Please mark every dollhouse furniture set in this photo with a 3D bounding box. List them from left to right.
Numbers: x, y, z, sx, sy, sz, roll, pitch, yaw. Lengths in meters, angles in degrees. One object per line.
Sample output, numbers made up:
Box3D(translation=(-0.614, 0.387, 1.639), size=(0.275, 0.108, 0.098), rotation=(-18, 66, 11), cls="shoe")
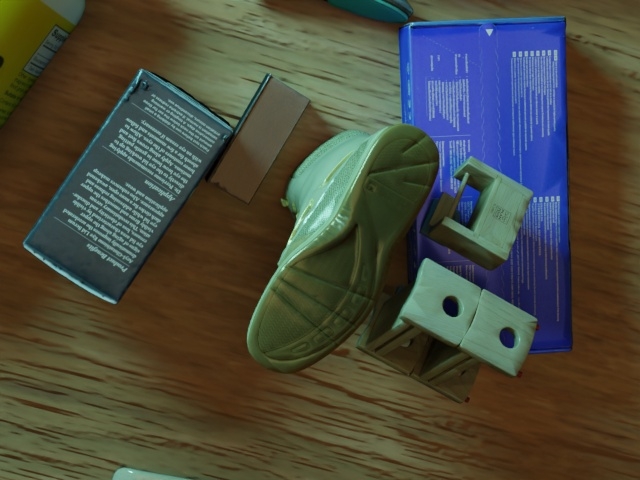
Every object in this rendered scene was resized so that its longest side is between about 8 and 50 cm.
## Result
Box3D(translation=(0.146, 0.043, 1.180), size=(0.129, 0.129, 0.183), rotation=(29, 65, -8), cls="dollhouse furniture set")

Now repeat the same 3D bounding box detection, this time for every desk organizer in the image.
Box3D(translation=(-0.066, -0.105, 1.239), size=(0.050, 0.047, 0.130), rotation=(30, 93, -10), cls="desk organizer")

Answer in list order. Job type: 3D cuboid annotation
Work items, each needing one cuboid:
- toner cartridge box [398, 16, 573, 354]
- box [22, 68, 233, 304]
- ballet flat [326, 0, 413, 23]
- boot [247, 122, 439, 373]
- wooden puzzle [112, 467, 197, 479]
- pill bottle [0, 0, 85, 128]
Box3D(translation=(0.173, -0.055, 1.251), size=(0.165, 0.075, 0.347), rotation=(-3, 97, -6), cls="toner cartridge box")
Box3D(translation=(-0.186, -0.057, 1.180), size=(0.108, 0.153, 0.207), rotation=(34, 94, -9), cls="box")
Box3D(translation=(0.008, -0.274, 1.219), size=(0.188, 0.070, 0.070), rotation=(12, 95, -9), cls="ballet flat")
Box3D(translation=(0.000, 0.000, 1.176), size=(0.095, 0.203, 0.262), rotation=(31, 87, -17), cls="boot")
Box3D(translation=(-0.128, 0.373, 1.290), size=(0.239, 0.044, 0.221), rotation=(12, 96, -6), cls="wooden puzzle")
Box3D(translation=(-0.347, -0.209, 1.130), size=(0.188, 0.188, 0.334), rotation=(36, 92, -8), cls="pill bottle")
